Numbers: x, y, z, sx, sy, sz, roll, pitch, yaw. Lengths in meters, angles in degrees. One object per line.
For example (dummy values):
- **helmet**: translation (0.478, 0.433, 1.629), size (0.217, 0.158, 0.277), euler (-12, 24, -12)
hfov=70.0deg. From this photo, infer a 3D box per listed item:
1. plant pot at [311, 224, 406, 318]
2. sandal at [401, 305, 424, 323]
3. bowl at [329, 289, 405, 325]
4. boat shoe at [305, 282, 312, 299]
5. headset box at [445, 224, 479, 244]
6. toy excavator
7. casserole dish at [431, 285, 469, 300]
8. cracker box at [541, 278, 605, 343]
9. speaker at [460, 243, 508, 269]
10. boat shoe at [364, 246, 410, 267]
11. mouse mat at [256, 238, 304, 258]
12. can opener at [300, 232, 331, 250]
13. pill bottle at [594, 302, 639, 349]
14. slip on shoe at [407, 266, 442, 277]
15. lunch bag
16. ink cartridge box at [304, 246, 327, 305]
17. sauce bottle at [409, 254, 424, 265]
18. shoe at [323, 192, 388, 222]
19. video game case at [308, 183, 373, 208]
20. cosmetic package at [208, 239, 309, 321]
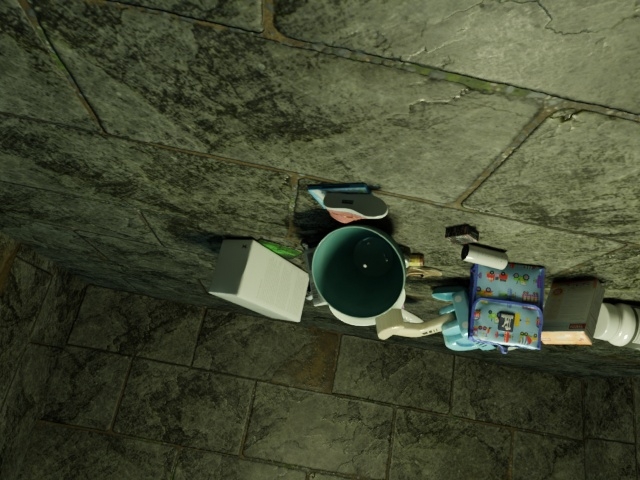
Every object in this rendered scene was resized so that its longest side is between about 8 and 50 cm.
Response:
- **plant pot**: translation (0.143, 0.075, 1.450), size (0.290, 0.290, 0.195), euler (2, -165, 22)
- **sandal**: translation (0.326, 0.275, 2.110), size (0.416, 0.102, 0.169), euler (37, 164, -27)
- **bowl**: translation (0.175, 0.186, 1.800), size (0.298, 0.134, 0.298), euler (-1, 127, -1)
- **boat shoe**: translation (-0.042, 0.233, 2.224), size (0.076, 0.080, 0.228), euler (34, 158, -12)
- **headset box**: translation (0.418, -0.016, 1.340), size (0.062, 0.032, 0.083), euler (26, 157, -37)
- **toy excavator**: translation (0.495, 0.329, 1.777), size (0.445, 0.222, 0.433), euler (-27, 141, 28)
- **casserole dish**: translation (0.559, 0.222, 1.927), size (0.114, 0.037, 0.188), euler (25, 156, -34)
- **cracker box**: translation (0.838, 0.238, 1.531), size (0.067, 0.232, 0.156), euler (50, 146, -18)
- **speaker**: translation (0.515, 0.051, 1.441), size (0.136, 0.055, 0.055), euler (13, 161, -8)
- **boat shoe**: translation (0.214, 0.067, 1.609), size (0.219, 0.070, 0.078), euler (-8, 135, 31)
- **mouse mat**: translation (-0.176, 0.037, 1.840), size (0.190, 0.007, 0.152), euler (19, 159, -19)
- **can opener**: translation (0.000, 0.000, 1.592), size (0.186, 0.073, 0.059), euler (-18, 107, 49)
- **pill bottle**: translation (1.168, 0.322, 1.699), size (0.283, 0.161, 0.161), euler (10, 161, 2)
- **slip on shoe**: translation (0.392, 0.122, 1.727), size (0.135, 0.041, 0.051), euler (14, 160, -10)
- **lunch bag**: translation (0.616, 0.232, 1.536), size (0.221, 0.293, 0.138), euler (6, 160, 12)
- **ink cartridge box**: translation (0.042, 0.120, 1.578), size (0.066, 0.189, 0.232), euler (-16, 170, 28)
- **sauce bottle**: translation (0.304, 0.070, 1.624), size (0.128, 0.042, 0.042), euler (-1, 158, 24)
- **shoe**: translation (0.098, -0.084, 1.233), size (0.178, 0.063, 0.081), euler (10, 162, 19)
- **video game case**: translation (0.064, -0.120, 1.261), size (0.166, 0.015, 0.119), euler (1, 159, 26)
- **cosmetic package**: translation (-0.239, 0.179, 1.925), size (0.161, 0.230, 0.453), euler (2, 159, 30)
